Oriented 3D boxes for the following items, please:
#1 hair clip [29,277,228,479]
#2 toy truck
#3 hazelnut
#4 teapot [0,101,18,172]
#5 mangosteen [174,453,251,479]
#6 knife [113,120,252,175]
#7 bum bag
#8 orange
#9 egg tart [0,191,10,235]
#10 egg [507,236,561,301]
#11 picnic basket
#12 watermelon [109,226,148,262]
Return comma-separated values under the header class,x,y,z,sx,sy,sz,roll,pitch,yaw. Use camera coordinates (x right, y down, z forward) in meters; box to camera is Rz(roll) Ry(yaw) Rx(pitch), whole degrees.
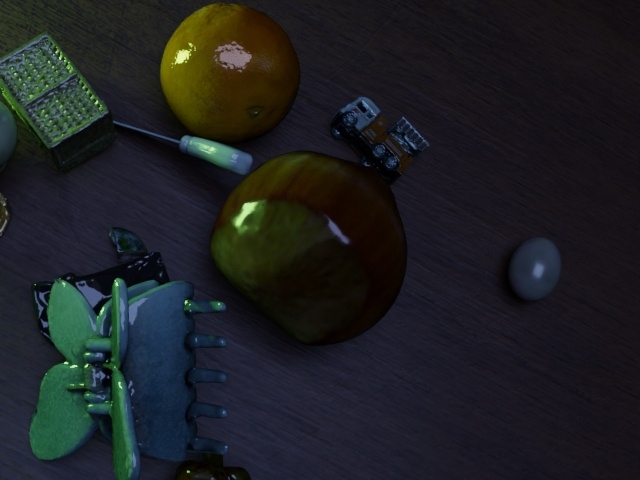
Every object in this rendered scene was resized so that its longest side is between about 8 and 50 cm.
class,x,y,z,sx,sy,sz,roll,pitch,yaw
hair clip,-0.299,0.219,1.650,0.238,0.392,0.318,1,85,-37
toy truck,0.115,-0.209,1.966,0.178,0.080,0.115,46,67,-1
hazelnut,-0.004,0.004,1.776,0.365,0.366,0.366,3,77,-13
teapot,-0.688,-0.166,1.731,0.318,0.149,0.220,8,40,12
mangosteen,-0.192,0.462,1.682,0.211,0.211,0.250,15,60,-10
knife,-0.269,-0.183,1.832,0.331,0.080,0.044,19,94,23
bum bag,-0.390,0.104,1.780,0.248,0.060,0.123,-17,91,-15
orange,-0.165,-0.305,1.829,0.261,0.261,0.261,3,77,-13
egg tart,-0.620,-0.050,1.768,0.128,0.049,0.129,3,79,-14
egg,0.426,0.056,1.968,0.103,0.103,0.135,22,71,-8
picnic basket,-0.479,-0.244,1.788,0.134,0.154,0.196,-37,83,-16
watermelon,-0.365,0.012,1.825,0.085,0.085,0.061,29,102,-6
